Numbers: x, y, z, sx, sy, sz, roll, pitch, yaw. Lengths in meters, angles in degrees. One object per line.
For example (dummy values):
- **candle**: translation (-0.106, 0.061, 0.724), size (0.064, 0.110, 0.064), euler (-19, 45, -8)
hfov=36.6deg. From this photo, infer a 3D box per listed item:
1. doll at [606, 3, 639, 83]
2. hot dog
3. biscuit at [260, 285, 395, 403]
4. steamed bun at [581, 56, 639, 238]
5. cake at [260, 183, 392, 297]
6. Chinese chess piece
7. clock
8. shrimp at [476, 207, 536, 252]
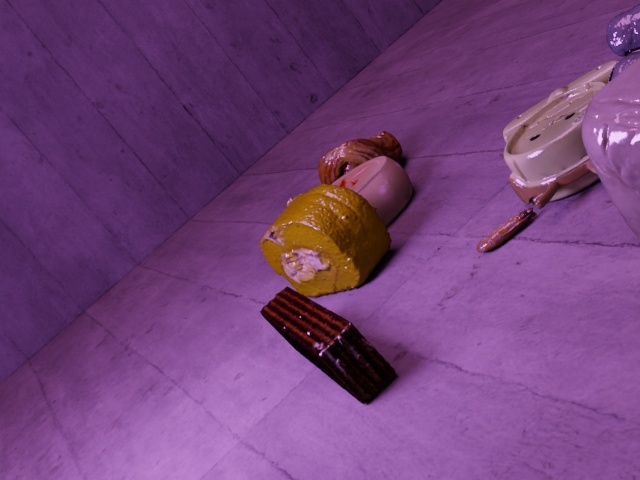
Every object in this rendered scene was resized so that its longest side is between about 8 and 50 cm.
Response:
- **doll**: translation (0.579, -0.291, 1.360), size (0.340, 0.158, 0.246), euler (-19, 63, 37)
- **hot dog**: translation (0.094, -0.173, 2.240), size (0.175, 0.114, 0.259), euler (-30, 0, 26)
- **biscuit**: translation (0.000, 0.155, 1.524), size (0.073, 0.107, 0.388), euler (-44, 15, -8)
- **steamed bun**: translation (0.479, -0.126, 0.969), size (0.383, 0.247, 0.236), euler (-31, 27, 9)
- **cake**: translation (0.000, 0.000, 1.841), size (0.260, 0.179, 0.156), euler (-17, 25, 52)
- **Chinese chess piece**: translation (0.076, -0.076, 2.048), size (0.251, 0.097, 0.251), euler (-35, 14, 10)
- **clock**: translation (0.396, -0.157, 1.531), size (0.235, 0.096, 0.308), euler (-31, 17, 27)
- **shrimp**: translation (0.289, -0.018, 1.521), size (0.108, 0.023, 0.059), euler (-37, 6, 3)
